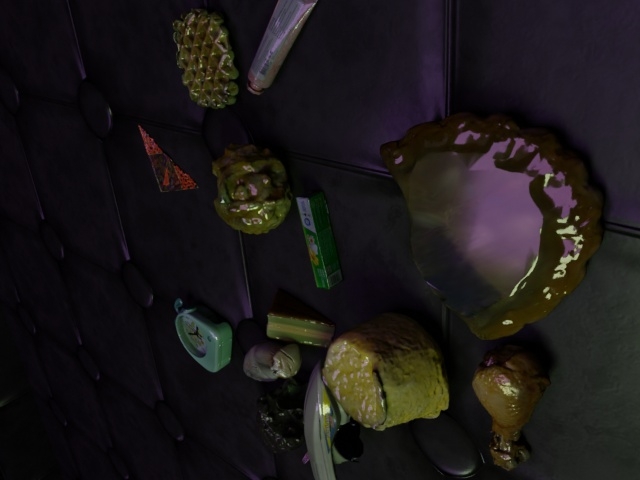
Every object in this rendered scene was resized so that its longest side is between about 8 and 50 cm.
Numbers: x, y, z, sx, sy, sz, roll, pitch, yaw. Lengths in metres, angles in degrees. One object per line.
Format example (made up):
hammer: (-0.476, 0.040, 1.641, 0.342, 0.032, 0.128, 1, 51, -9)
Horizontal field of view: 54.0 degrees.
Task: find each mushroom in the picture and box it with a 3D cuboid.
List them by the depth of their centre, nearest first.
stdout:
mushroom: (-0.103, 0.254, 1.334, 0.223, 0.081, 0.092, -36, 72, 62)

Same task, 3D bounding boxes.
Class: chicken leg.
chicken leg: (0.288, 0.262, 0.964, 0.107, 0.087, 0.252, 29, 138, 46)

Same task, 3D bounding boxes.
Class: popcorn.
popcorn: (-0.129, -0.096, 1.148, 0.173, 0.142, 0.173, 49, 164, 20)

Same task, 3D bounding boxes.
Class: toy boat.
toy boat: (0.031, 0.342, 1.192, 0.140, 0.140, 0.270, 32, 131, 29)

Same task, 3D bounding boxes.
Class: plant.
plant: (-0.062, 0.372, 1.352, 0.131, 0.142, 0.203, 51, 149, 25)

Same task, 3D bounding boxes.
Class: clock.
clock: (-0.297, 0.224, 1.554, 0.188, 0.060, 0.148, 35, 135, 27)

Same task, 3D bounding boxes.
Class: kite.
kite: (-0.356, -0.152, 1.434, 0.222, 0.008, 0.125, 45, 138, 17)

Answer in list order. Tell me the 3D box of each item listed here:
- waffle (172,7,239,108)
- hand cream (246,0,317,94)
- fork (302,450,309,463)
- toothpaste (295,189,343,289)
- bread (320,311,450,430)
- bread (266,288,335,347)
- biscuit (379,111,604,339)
waffle: (-0.213, -0.334, 1.160, 0.169, 0.036, 0.184, 14, 120, 43)
hand cream: (-0.069, -0.327, 1.018, 0.067, 0.043, 0.210, 47, 133, 12)
fork: (-0.021, 0.485, 1.464, 0.016, 0.012, 0.115, 37, 130, 20)
toothpaste: (0.000, 0.000, 1.132, 0.037, 0.043, 0.179, 7, 117, 46)
bread: (0.114, 0.224, 1.052, 0.197, 0.170, 0.197, 23, 120, 48)
bread: (-0.034, 0.160, 1.284, 0.139, 0.084, 0.074, 9, 123, 7)
biscuit: (0.208, -0.029, 0.880, 0.335, 0.078, 0.329, 35, 129, 24)
